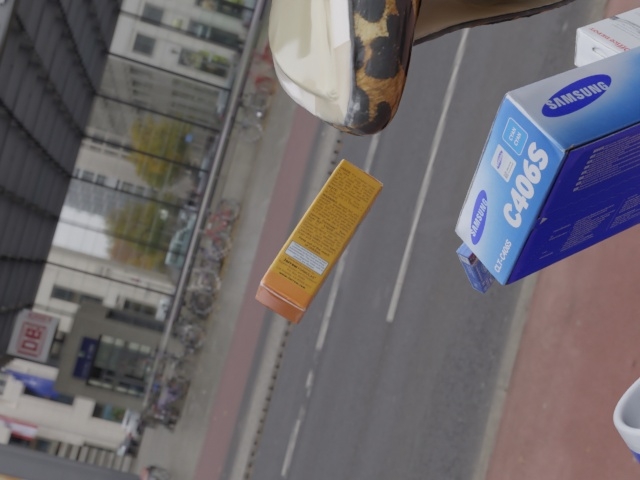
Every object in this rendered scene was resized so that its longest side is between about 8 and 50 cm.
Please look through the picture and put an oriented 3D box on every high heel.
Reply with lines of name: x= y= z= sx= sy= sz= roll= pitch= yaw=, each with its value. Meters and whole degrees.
high heel: x=0.074 y=-0.112 z=0.410 sx=0.261 sy=0.186 sz=0.093 roll=-92 pitch=22 yaw=-48

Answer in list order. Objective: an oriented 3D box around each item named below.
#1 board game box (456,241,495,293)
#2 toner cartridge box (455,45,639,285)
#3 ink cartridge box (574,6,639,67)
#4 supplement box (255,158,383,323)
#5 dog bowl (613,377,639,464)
board game box: x=0.200 y=0.004 z=1.043 sx=0.090 sy=0.020 sz=0.090 roll=-52 pitch=-35 yaw=-12
toner cartridge box: x=0.291 y=-0.093 z=0.791 sx=0.075 sy=0.347 sz=0.165 roll=52 pitch=150 yaw=31
ink cartridge box: x=0.457 y=-0.277 z=1.291 sx=0.109 sy=0.150 sz=0.063 roll=51 pitch=156 yaw=45
supplement box: x=0.000 y=0.000 z=1.289 sx=0.233 sy=0.080 sz=0.078 roll=-59 pitch=-2 yaw=-22
dog bowl: x=0.468 y=0.181 z=0.997 sx=0.265 sy=0.104 sz=0.265 roll=-32 pitch=0 yaw=0
